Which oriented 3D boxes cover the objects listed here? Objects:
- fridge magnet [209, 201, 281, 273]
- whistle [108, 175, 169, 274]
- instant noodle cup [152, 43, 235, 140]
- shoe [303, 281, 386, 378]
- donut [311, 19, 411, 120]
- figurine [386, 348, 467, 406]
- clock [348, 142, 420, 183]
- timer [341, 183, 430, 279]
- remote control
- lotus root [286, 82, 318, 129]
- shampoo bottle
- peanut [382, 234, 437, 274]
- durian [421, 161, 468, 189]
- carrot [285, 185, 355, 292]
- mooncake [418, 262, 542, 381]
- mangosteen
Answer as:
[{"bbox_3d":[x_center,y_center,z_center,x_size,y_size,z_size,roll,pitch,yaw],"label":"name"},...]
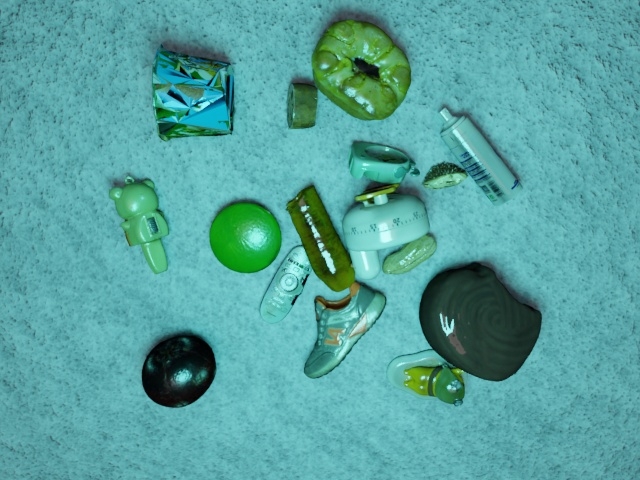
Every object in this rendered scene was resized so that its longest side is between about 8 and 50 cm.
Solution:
[{"bbox_3d":[-0.214,-0.007,1.300,0.208,0.088,0.207,0,101,2],"label":"fridge magnet"},{"bbox_3d":[-0.499,-0.044,1.287,0.106,0.131,0.288,-5,105,43],"label":"whistle"},{"bbox_3d":[-0.317,-0.368,1.168,0.178,0.240,0.240,1,102,-6],"label":"instant noodle cup"},{"bbox_3d":[0.030,0.248,1.333,0.171,0.132,0.336,40,98,-2],"label":"shoe"},{"bbox_3d":[0.105,-0.432,1.165,0.261,0.128,0.208,41,82,-11],"label":"donut"},{"bbox_3d":[0.330,0.432,1.352,0.250,0.141,0.166,-2,103,2],"label":"figurine"},{"bbox_3d":[0.171,-0.204,1.221,0.189,0.148,0.060,9,121,-4],"label":"clock"},{"bbox_3d":[0.175,-0.022,1.213,0.234,0.233,0.239,-14,98,4],"label":"timer"},{"bbox_3d":[-0.099,0.133,1.350,0.097,0.045,0.256,31,98,-7],"label":"remote control"},{"bbox_3d":[-0.049,-0.355,1.209,0.081,0.112,0.122,3,101,-7],"label":"lotus root"},{"bbox_3d":[0.421,-0.235,1.234,0.092,0.092,0.303,-40,97,9],"label":"shampoo bottle"},{"bbox_3d":[0.254,0.043,1.307,0.175,0.080,0.080,-34,99,13],"label":"peanut"},{"bbox_3d":[0.349,-0.185,1.281,0.131,0.052,0.066,-9,140,6],"label":"durian"},{"bbox_3d":[0.000,0.000,1.282,0.114,0.114,0.301,-26,97,7],"label":"carrot"},{"bbox_3d":[0.455,0.226,1.271,0.334,0.174,0.325,-15,90,-8],"label":"mooncake"},{"bbox_3d":[-0.413,0.392,1.337,0.216,0.216,0.216,0,102,1],"label":"mangosteen"}]
